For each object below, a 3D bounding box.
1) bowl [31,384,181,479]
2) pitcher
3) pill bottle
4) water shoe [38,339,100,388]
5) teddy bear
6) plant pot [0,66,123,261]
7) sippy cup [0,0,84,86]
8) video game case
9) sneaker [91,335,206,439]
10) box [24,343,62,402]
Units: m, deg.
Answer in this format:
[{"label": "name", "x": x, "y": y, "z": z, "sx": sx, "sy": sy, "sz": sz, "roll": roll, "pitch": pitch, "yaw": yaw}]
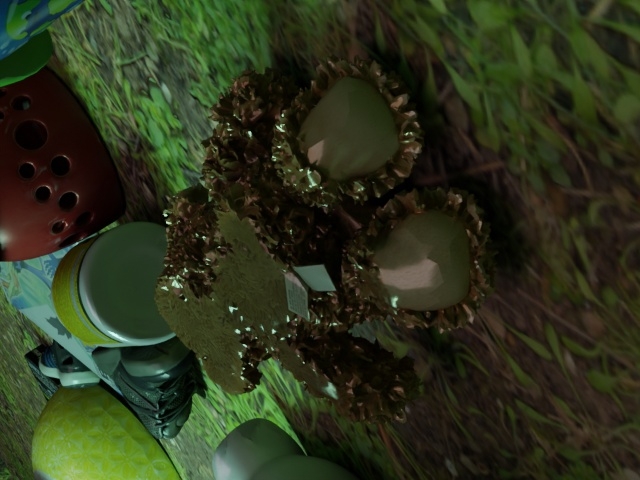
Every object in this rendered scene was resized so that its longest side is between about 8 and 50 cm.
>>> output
[{"label": "bowl", "x": -0.343, "y": 0.363, "z": 1.865, "sx": 0.289, "sy": 0.156, "sz": 0.289, "roll": 36, "pitch": 148, "yaw": 27}, {"label": "pitcher", "x": -0.003, "y": 0.271, "z": 1.172, "sx": 0.178, "sy": 0.125, "sz": 0.207, "roll": 46, "pitch": 174, "yaw": -24}, {"label": "pill bottle", "x": -0.204, "y": 0.049, "z": 1.266, "sx": 0.119, "sy": 0.119, "sz": 0.208, "roll": 60, "pitch": 157, "yaw": -7}, {"label": "water shoe", "x": -0.361, "y": 0.162, "z": 1.833, "sx": 0.203, "sy": 0.073, "sz": 0.080, "roll": 8, "pitch": 100, "yaw": 63}, {"label": "teddy bear", "x": 0.000, "y": 0.000, "z": 0.834, "sx": 0.245, "sy": 0.113, "sz": 0.338, "roll": 45, "pitch": 148, "yaw": 12}, {"label": "plant pot", "x": -0.325, "y": -0.062, "z": 1.306, "sx": 0.191, "sy": 0.174, "sz": 0.191, "roll": 45, "pitch": 157, "yaw": 26}, {"label": "sippy cup", "x": -0.228, "y": -0.226, "z": 0.819, "sx": 0.240, "sy": 0.224, "sz": 0.305, "roll": 62, "pitch": 158, "yaw": -13}, {"label": "video game case", "x": -0.356, "y": 0.027, "z": 1.618, "sx": 0.300, "sy": 0.036, "sz": 0.329, "roll": 32, "pitch": 147, "yaw": 35}, {"label": "sneaker", "x": -0.165, "y": 0.150, "z": 1.372, "sx": 0.130, "sy": 0.087, "sz": 0.227, "roll": 51, "pitch": 154, "yaw": -11}, {"label": "box", "x": -0.407, "y": 0.283, "z": 2.091, "sx": 0.191, "sy": 0.045, "sz": 0.184, "roll": 27, "pitch": 145, "yaw": 50}]
